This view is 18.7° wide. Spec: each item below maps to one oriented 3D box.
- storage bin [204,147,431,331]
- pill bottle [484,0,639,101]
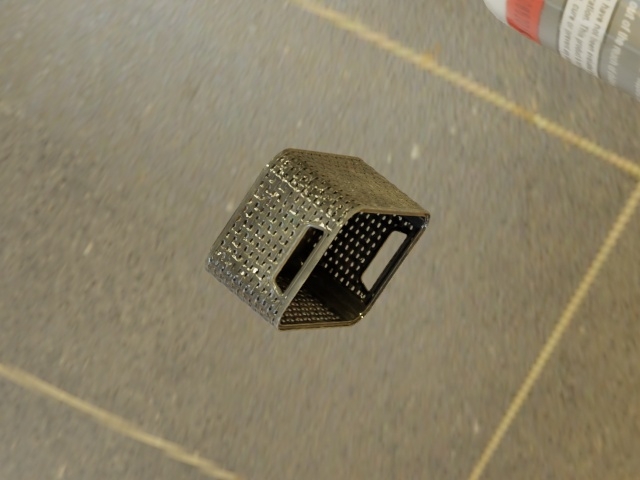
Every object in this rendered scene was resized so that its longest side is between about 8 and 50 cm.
[{"bbox_3d":[0.000,0.000,1.584,0.084,0.180,0.122,39,104,19],"label":"storage bin"},{"bbox_3d":[0.272,-0.110,0.875,0.363,0.210,0.210,32,107,13],"label":"pill bottle"}]
